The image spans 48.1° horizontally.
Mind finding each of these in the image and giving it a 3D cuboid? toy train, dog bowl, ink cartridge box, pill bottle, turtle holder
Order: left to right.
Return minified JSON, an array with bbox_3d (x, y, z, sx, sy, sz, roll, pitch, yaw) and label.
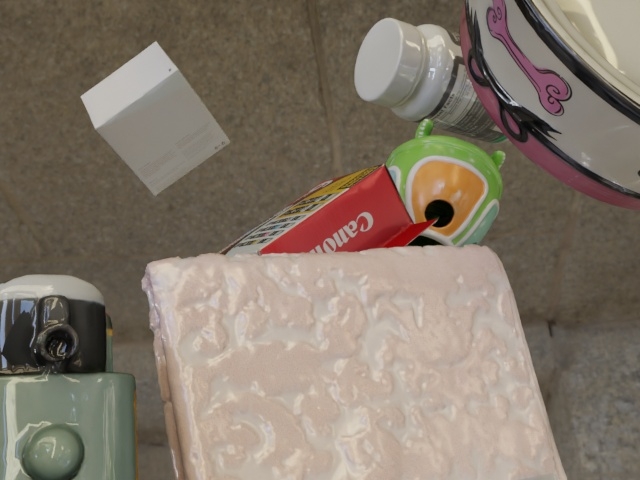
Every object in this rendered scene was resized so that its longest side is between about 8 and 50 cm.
[{"bbox_3d":[-0.162,0.183,0.400,0.142,0.334,0.190,5,162,-31],"label":"toy train"},{"bbox_3d":[0.000,0.000,1.230,0.271,0.309,0.130,-11,111,55],"label":"ink cartridge box"},{"bbox_3d":[0.209,-0.059,1.430,0.243,0.228,0.320,32,149,-21],"label":"turtle holder"},{"bbox_3d":[0.268,-0.339,1.530,0.361,0.204,0.204,10,143,-29],"label":"pill bottle"},{"bbox_3d":[0.319,-0.207,0.701,0.407,0.408,0.150,11,150,-11],"label":"dog bowl"}]

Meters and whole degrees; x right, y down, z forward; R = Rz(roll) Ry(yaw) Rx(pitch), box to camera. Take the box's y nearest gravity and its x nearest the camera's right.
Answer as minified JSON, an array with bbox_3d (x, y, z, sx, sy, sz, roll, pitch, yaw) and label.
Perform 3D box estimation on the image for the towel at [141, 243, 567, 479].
[{"bbox_3d":[0.049,0.149,0.554,0.331,0.317,0.053,-1,154,-29],"label":"towel"}]

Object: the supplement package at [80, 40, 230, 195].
[{"bbox_3d":[-0.330,-0.243,1.441,0.194,0.149,0.203,-36,135,-2],"label":"supplement package"}]
